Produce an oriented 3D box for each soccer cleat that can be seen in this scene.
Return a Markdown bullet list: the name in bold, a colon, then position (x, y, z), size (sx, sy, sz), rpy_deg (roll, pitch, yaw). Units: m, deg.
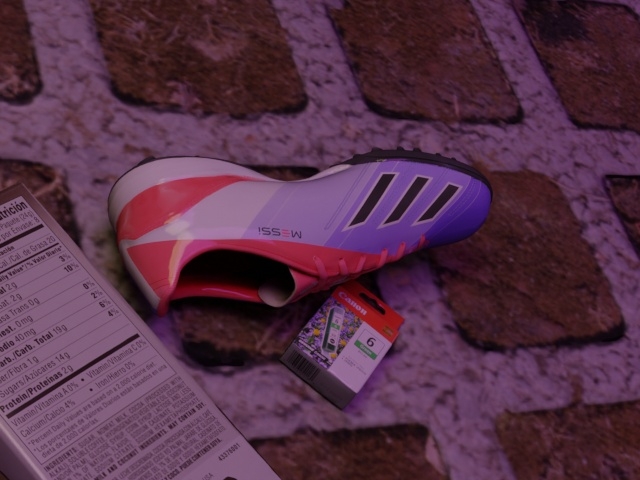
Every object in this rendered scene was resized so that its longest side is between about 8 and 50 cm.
- **soccer cleat**: position (0.000, 0.000, 0.935), size (0.318, 0.109, 0.116), rpy_deg (-2, 51, -25)

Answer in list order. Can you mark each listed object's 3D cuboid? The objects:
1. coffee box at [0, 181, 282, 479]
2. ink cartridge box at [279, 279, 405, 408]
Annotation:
- **coffee box**: position (-0.146, 0.137, 0.704), size (0.297, 0.168, 0.119), rpy_deg (46, 47, 11)
- **ink cartridge box**: position (0.024, 0.071, 0.948), size (0.063, 0.029, 0.115), rpy_deg (38, 46, 3)
